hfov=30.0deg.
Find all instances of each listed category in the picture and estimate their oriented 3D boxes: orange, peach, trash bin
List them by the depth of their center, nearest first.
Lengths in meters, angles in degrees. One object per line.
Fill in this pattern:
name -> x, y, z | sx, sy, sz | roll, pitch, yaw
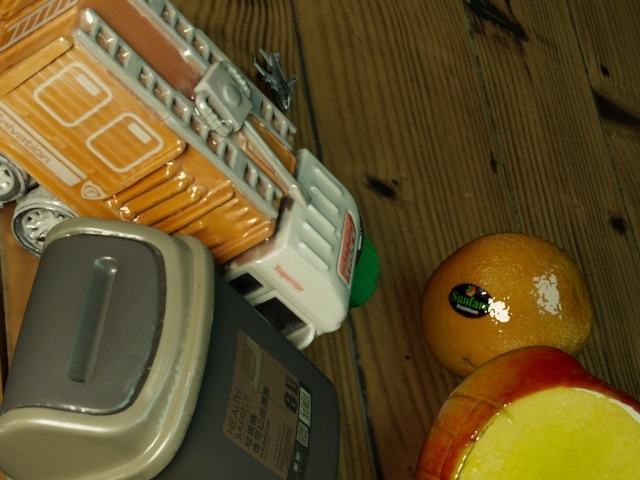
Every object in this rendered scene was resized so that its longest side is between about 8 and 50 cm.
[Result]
trash bin -> -0.118, 0.129, 0.930 | 0.290, 0.182, 0.209 | 44, 39, -40
peach -> 0.221, 0.265, 1.284 | 0.248, 0.275, 0.245 | 41, -16, 18
orange -> 0.219, 0.086, 1.429 | 0.206, 0.206, 0.206 | 34, 44, -40

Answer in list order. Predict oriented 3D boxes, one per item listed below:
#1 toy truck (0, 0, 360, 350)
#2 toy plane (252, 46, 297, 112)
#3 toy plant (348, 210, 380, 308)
toy truck -> -0.123, -0.054, 1.009 | 0.387, 0.207, 0.173 | 44, 38, -32
toy plane -> -0.050, -0.181, 1.366 | 0.078, 0.031, 0.083 | 15, 57, -51
toy plant -> 0.000, 0.000, 1.265 | 0.143, 0.105, 0.200 | 63, 7, 32
